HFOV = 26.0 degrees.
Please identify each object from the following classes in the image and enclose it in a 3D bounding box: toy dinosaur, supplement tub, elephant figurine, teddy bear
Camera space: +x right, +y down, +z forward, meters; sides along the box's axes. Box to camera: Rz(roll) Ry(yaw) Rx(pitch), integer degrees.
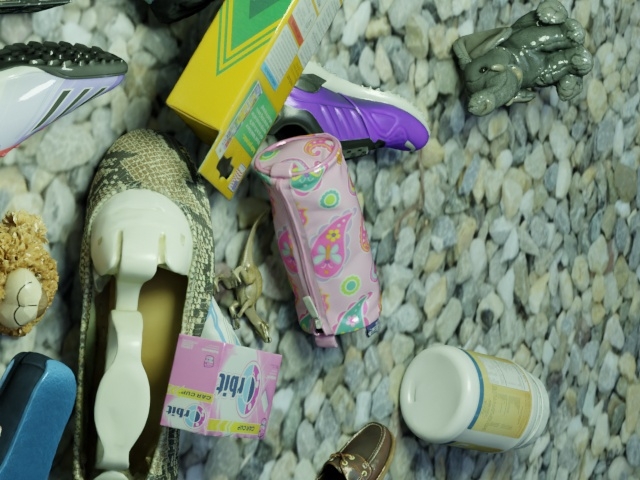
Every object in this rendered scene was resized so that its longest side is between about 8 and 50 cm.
[{"bbox_3d":[-0.102,0.050,1.833,0.093,0.053,0.183,-18,108,-58],"label":"toy dinosaur"},{"bbox_3d":[0.231,0.239,2.059,0.200,0.144,0.144,17,78,-42],"label":"supplement tub"},{"bbox_3d":[0.280,-0.265,2.125,0.239,0.186,0.169,-26,71,-14],"label":"elephant figurine"},{"bbox_3d":[-0.423,0.069,1.483,0.338,0.113,0.245,11,84,-42],"label":"teddy bear"}]

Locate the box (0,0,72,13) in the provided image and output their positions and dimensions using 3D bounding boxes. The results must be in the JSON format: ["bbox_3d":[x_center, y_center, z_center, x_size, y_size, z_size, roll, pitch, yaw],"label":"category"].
[{"bbox_3d":[-0.382,-0.329,1.552,0.180,0.078,0.147,-14,98,-42],"label":"box"}]

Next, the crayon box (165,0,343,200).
[{"bbox_3d":[-0.084,-0.222,1.712,0.322,0.083,0.203,-61,170,-4],"label":"crayon box"}]

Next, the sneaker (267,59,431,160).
[{"bbox_3d":[0.020,-0.147,1.910,0.293,0.102,0.146,19,76,-33],"label":"sneaker"}]

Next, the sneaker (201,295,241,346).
[{"bbox_3d":[-0.150,0.114,1.762,0.086,0.085,0.237,-44,119,-60],"label":"sneaker"}]

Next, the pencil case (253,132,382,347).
[{"bbox_3d":[0.000,0.000,1.835,0.124,0.124,0.284,-39,129,-36],"label":"pencil case"}]

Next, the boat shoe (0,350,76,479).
[{"bbox_3d":[-0.355,0.248,1.551,0.109,0.089,0.258,36,81,-50],"label":"boat shoe"}]

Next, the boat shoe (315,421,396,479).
[{"bbox_3d":[0.033,0.332,1.922,0.073,0.073,0.207,52,57,-31],"label":"boat shoe"}]

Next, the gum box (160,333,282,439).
[{"bbox_3d":[-0.113,0.176,1.647,0.188,0.062,0.107,24,76,-68],"label":"gum box"}]

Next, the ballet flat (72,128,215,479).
[{"bbox_3d":[-0.213,0.099,1.615,0.164,0.182,0.482,5,86,0],"label":"ballet flat"}]

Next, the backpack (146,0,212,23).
[{"bbox_3d":[-0.185,-0.371,1.695,0.115,0.152,0.182,-33,98,-52],"label":"backpack"}]

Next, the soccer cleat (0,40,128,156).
[{"bbox_3d":[-0.356,-0.151,1.570,0.318,0.109,0.116,-21,123,-43],"label":"soccer cleat"}]
